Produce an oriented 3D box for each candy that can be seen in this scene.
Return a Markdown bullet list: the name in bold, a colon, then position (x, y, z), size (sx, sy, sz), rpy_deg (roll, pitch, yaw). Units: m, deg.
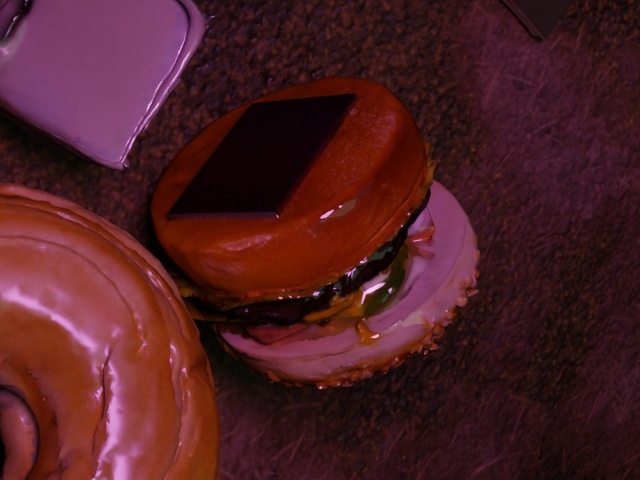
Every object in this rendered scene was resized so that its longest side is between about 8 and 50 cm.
- **candy**: position (-0.213, -0.174, 1.052), size (0.195, 0.137, 0.185), rpy_deg (32, 87, -40)

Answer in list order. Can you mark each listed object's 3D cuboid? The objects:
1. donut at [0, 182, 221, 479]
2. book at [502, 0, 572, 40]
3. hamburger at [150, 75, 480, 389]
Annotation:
- **donut**: position (-0.275, 0.157, 1.004), size (0.449, 0.198, 0.449), rpy_deg (8, 69, -23)
- **book**: position (0.211, -0.374, 1.352), size (0.289, 0.026, 0.201), rpy_deg (40, 81, -37)
- **hamburger**: position (0.000, 0.000, 1.180), size (0.291, 0.291, 0.225), rpy_deg (-40, 126, -18)
